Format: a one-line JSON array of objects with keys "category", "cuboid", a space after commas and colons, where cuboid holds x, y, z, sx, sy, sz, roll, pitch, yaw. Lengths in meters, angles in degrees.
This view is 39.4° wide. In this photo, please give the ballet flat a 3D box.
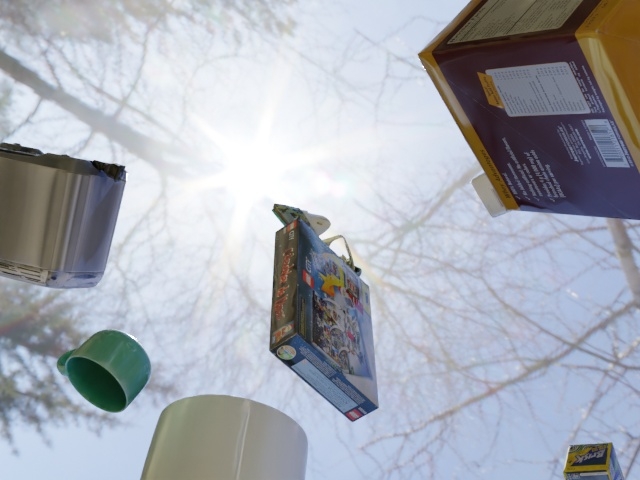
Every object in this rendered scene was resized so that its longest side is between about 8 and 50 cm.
[{"category": "ballet flat", "cuboid": [0.000, 0.000, 1.340, 0.070, 0.188, 0.070, -26, -148, 18]}]

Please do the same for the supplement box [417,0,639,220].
[{"category": "supplement box", "cuboid": [0.227, -0.130, 0.775, 0.129, 0.191, 0.194, -47, -151, -22]}]

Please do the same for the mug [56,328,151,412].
[{"category": "mug", "cuboid": [-0.368, 0.209, 1.539, 0.097, 0.158, 0.129, -50, 172, -44]}]

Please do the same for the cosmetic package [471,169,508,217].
[{"category": "cosmetic package", "cuboid": [0.373, -0.135, 1.561, 0.117, 0.085, 0.231, -24, -168, 44]}]

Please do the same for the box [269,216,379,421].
[{"category": "box", "cuboid": [0.005, 0.095, 1.143, 0.044, 0.159, 0.233, -33, -150, 22]}]

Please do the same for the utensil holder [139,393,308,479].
[{"category": "utensil holder", "cuboid": [-0.193, 0.521, 1.630, 0.327, 0.327, 0.385, -31, -144, 39]}]

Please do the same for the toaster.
[{"category": "toaster", "cuboid": [-0.319, -0.031, 1.016, 0.227, 0.129, 0.146, 12, -86, 19]}]

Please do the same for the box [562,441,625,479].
[{"category": "box", "cuboid": [0.358, 0.337, 1.123, 0.059, 0.169, 0.054, -12, -158, 29]}]
